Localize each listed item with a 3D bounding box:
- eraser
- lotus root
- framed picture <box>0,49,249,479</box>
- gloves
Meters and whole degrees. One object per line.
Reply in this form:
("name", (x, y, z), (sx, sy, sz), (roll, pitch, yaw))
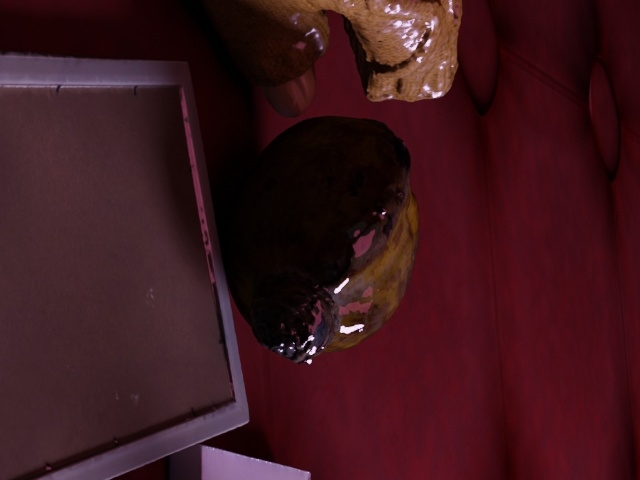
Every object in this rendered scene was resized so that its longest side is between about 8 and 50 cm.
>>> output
("eraser", (-0.043, 0.177, 0.986), (0.150, 0.023, 0.104), (29, 57, -63))
("lotus root", (0.000, 0.000, 1.028), (0.209, 0.120, 0.120), (-65, 142, -50))
("framed picture", (-0.114, 0.012, 0.859), (0.274, 0.017, 0.217), (-7, 87, -67))
("gloves", (0.008, -0.202, 1.021), (0.203, 0.155, 0.356), (-58, 149, -16))
